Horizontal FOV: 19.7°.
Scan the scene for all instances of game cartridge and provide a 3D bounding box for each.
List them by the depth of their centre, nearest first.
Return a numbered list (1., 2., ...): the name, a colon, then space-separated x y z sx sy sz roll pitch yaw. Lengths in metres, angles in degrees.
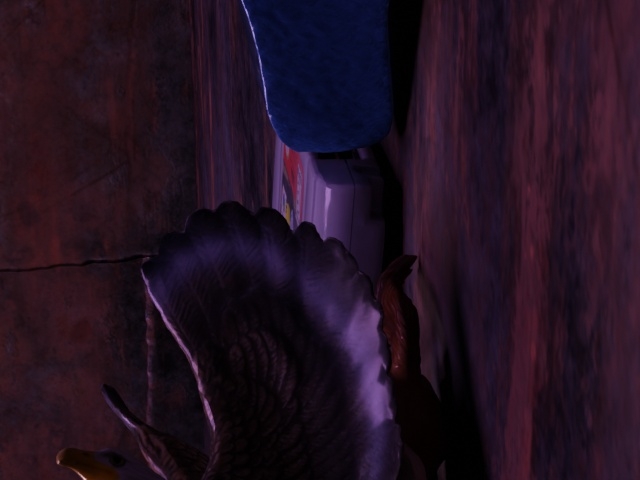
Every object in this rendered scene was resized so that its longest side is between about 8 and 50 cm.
1. game cartridge: 0.000 0.000 1.378 0.294 0.060 0.196 -107 15 -68

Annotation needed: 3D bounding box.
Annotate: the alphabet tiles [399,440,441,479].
1. alphabet tiles: 0.018 0.240 1.089 0.284 0.021 0.278 40 121 51

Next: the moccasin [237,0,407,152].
1. moccasin: -0.009 -0.195 1.115 0.342 0.138 0.117 98 171 -53

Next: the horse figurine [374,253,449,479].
1. horse figurine: 0.037 0.145 1.149 0.174 0.066 0.263 -156 68 -68

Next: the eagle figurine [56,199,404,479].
1. eagle figurine: -0.051 0.151 1.054 0.298 0.226 0.225 -82 -29 -52
